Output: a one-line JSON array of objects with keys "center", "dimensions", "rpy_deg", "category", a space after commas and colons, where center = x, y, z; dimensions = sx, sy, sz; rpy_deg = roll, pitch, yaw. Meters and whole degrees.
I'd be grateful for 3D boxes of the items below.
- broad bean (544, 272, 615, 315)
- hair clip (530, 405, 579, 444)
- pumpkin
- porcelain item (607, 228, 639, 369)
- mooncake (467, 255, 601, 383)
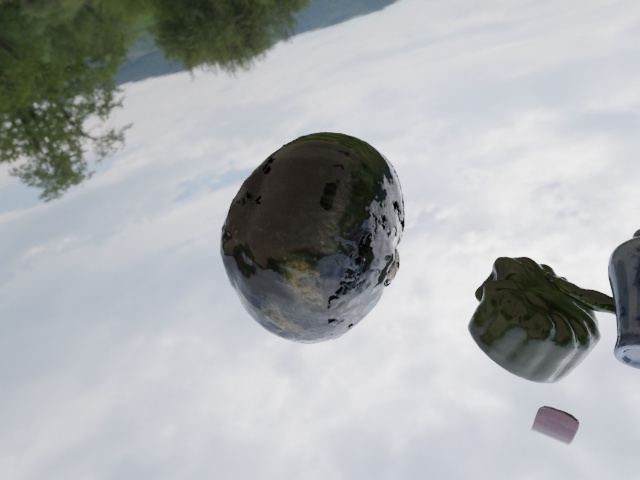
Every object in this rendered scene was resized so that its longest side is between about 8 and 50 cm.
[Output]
[{"center": [0.688, 0.149, 1.656], "dimensions": [0.298, 0.043, 0.060], "rpy_deg": [18, -123, 11], "category": "broad bean"}, {"center": [0.313, 0.253, 0.913], "dimensions": [0.054, 0.137, 0.022], "rpy_deg": [20, -112, 21], "category": "hair clip"}, {"center": [0.000, 0.000, 1.423], "dimensions": [0.344, 0.454, 0.454], "rpy_deg": [23, -142, 17], "category": "pumpkin"}, {"center": [0.574, 0.094, 1.199], "dimensions": [0.141, 0.141, 0.259], "rpy_deg": [-2, -129, 35], "category": "porcelain item"}, {"center": [0.554, 0.199, 1.769], "dimensions": [0.352, 0.187, 0.351], "rpy_deg": [21, -148, -14], "category": "mooncake"}]
